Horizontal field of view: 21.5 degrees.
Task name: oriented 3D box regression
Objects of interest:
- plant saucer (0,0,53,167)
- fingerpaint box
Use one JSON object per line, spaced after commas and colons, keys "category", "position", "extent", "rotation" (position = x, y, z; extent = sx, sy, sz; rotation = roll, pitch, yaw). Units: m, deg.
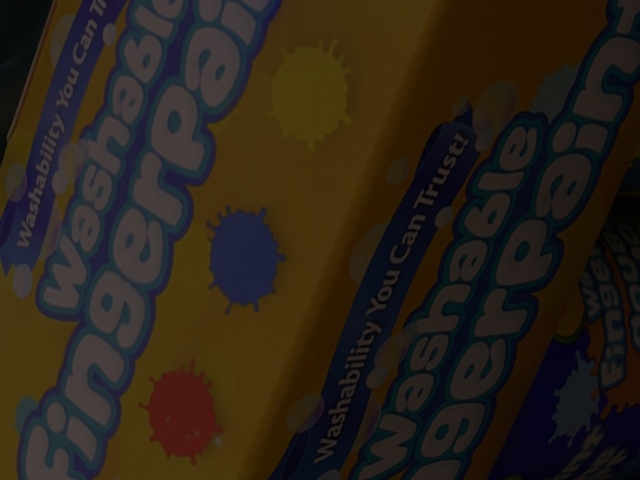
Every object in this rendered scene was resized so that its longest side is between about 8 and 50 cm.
{"category": "plant saucer", "position": [-0.215, -0.166, 0.718], "extent": [0.044, 0.317, 0.317], "rotation": [-23, 35, 40]}
{"category": "fingerpaint box", "position": [0.047, 0.041, 0.667], "extent": [0.163, 0.371, 0.444], "rotation": [37, 113, 36]}
